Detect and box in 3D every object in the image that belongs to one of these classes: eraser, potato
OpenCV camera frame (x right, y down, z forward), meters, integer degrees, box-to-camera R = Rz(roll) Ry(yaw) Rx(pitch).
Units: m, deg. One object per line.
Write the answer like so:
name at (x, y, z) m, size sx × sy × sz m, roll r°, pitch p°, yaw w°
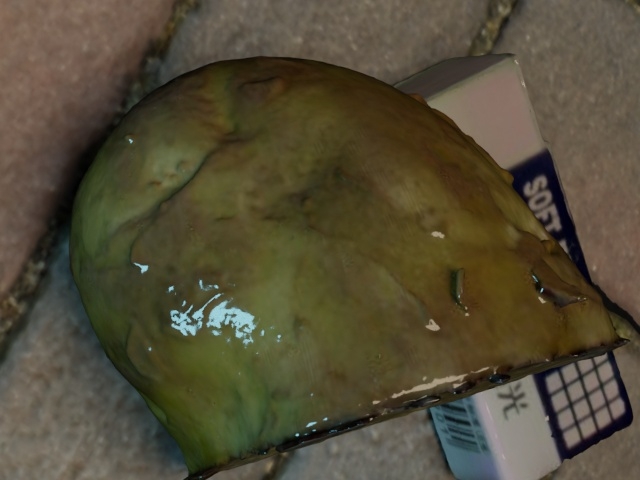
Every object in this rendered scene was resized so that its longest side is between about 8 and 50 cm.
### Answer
eraser at (0.116, 0.023, 1.213) m, size 0.130 × 0.086 × 0.287 m, roll -28°, pitch 107°, yaw -27°
potato at (0.000, 0.000, 1.047) m, size 0.288 × 0.301 × 0.237 m, roll -13°, pitch 82°, yaw -32°
